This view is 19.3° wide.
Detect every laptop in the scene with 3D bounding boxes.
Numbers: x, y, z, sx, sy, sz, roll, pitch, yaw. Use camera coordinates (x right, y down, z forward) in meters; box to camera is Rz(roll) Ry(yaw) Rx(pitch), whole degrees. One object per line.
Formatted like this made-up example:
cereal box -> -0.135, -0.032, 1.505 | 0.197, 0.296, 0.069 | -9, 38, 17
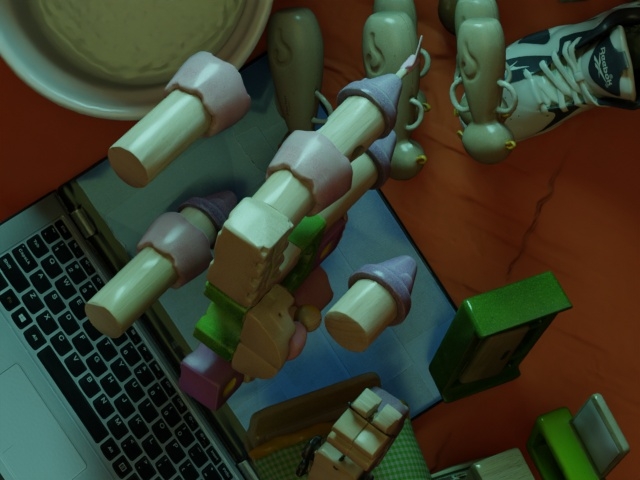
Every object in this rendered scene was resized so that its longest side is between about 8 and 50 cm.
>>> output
laptop -> -0.111, 0.090, 1.737 | 0.236, 0.408, 0.382 | -30, 95, 39

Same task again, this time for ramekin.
ramekin -> -0.174, -0.252, 1.744 | 0.277, 0.135, 0.277 | 0, 96, 2

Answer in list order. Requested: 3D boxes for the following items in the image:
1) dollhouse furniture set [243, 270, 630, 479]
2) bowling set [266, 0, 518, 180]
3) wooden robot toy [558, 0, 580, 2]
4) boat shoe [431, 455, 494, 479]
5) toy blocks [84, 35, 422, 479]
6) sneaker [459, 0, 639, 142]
dollhouse furniture set -> 0.104, 0.184, 1.685 | 0.301, 0.151, 0.197 | -18, 68, -22
bowling set -> 0.109, -0.146, 1.726 | 0.287, 0.200, 0.154 | 11, 114, 43
wooden robot toy -> 0.297, -0.272, 1.752 | 0.173, 0.079, 0.076 | -30, 94, 6
boat shoe -> 0.080, 0.277, 1.793 | 0.257, 0.095, 0.095 | -28, 93, -6
toy blocks -> 0.000, 0.000, 1.599 | 0.309, 0.288, 0.260 | 35, 54, 13
sneaker -> 0.238, -0.154, 1.730 | 0.235, 0.153, 0.094 | -19, 95, 4
